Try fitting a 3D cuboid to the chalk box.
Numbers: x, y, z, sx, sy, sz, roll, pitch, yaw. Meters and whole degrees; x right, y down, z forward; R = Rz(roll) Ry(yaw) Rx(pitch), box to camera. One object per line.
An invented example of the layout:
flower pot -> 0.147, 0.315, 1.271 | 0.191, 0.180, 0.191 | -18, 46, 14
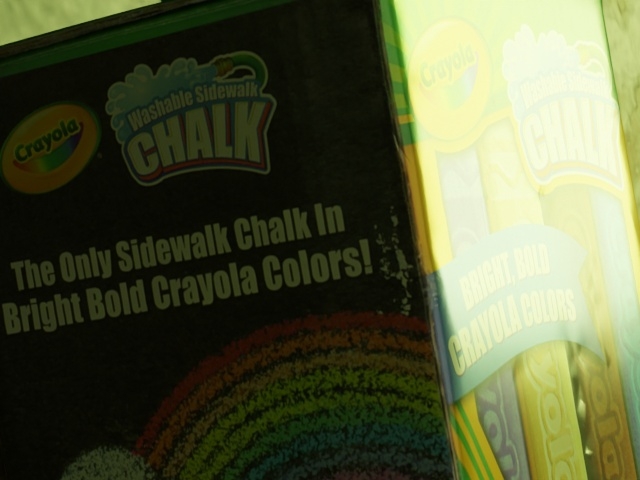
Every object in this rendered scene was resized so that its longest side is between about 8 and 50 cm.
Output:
chalk box -> 0.000, 0.000, 0.688 | 0.179, 0.180, 0.289 | -6, 87, -59
